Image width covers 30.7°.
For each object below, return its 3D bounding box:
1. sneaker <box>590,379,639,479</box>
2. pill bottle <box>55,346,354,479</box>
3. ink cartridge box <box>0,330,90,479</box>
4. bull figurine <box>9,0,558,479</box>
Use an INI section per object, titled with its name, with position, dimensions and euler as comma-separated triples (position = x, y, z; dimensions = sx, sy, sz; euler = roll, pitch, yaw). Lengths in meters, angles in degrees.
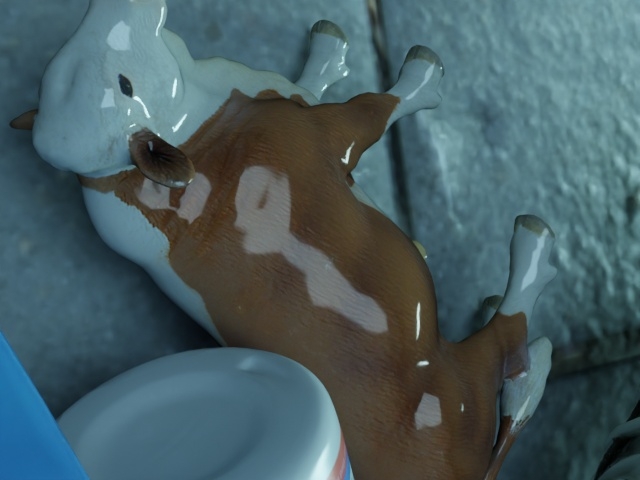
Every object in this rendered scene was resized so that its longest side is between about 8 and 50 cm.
[sneaker]
position = 0.192, 0.062, 0.618
dimensions = 0.447, 0.169, 0.258
euler = -31, 98, -23
[pill bottle]
position = -0.032, 0.166, 0.484
dimensions = 0.124, 0.124, 0.222
euler = -29, 120, -27
[ink cartridge box]
position = -0.136, 0.250, 0.315
dimensions = 0.285, 0.166, 0.395
euler = -34, 95, -37
[bull figurine]
position = 0.000, 0.000, 0.546
dimensions = 0.188, 0.101, 0.310
euler = -43, 112, -31
